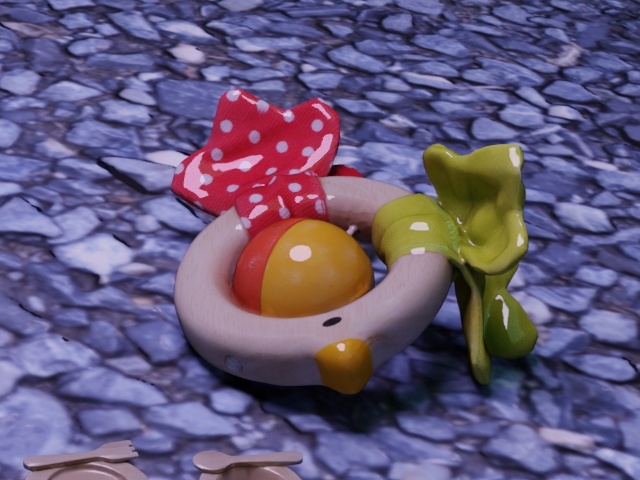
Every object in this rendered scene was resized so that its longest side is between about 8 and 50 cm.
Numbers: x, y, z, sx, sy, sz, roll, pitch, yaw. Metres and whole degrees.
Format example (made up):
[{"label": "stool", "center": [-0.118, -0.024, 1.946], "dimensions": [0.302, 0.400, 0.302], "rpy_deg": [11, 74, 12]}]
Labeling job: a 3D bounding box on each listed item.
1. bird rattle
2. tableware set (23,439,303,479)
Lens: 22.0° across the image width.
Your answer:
[{"label": "bird rattle", "center": [0.000, 0.000, 0.971], "dimensions": [0.253, 0.143, 0.207], "rpy_deg": [21, 45, 26]}, {"label": "tableware set", "center": [-0.069, 0.143, 0.776], "dimensions": [0.141, 0.020, 0.168], "rpy_deg": [4, 27, -13]}]
